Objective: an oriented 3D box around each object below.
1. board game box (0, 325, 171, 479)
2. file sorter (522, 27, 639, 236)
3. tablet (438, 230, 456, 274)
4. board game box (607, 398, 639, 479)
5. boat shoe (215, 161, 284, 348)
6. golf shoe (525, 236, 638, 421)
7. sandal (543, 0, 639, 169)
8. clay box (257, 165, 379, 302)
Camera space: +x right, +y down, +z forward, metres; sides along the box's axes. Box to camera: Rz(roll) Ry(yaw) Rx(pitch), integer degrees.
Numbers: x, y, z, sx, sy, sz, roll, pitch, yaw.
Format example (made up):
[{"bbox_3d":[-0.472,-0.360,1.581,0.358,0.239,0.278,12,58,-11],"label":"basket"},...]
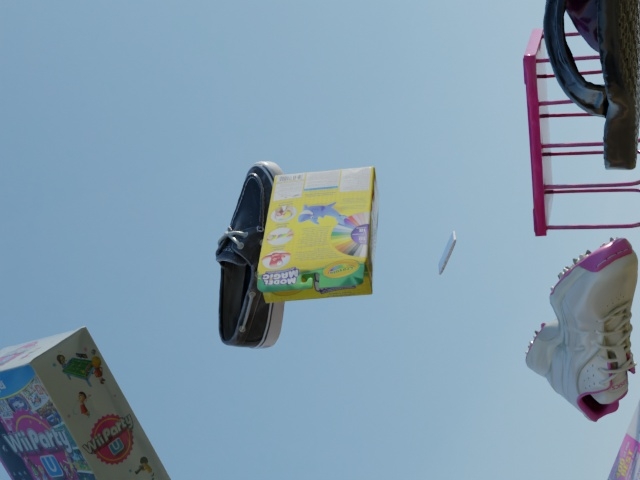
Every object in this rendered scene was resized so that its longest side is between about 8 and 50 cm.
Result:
[{"bbox_3d":[-0.305,0.270,1.703,0.097,0.224,0.303,-35,-78,-39],"label":"board game box"},{"bbox_3d":[0.427,-0.178,2.158,0.202,0.182,0.291,-58,-37,-66],"label":"file sorter"},{"bbox_3d":[0.176,0.017,1.884,0.083,0.006,0.054,-60,-7,-81],"label":"tablet"},{"bbox_3d":[0.457,0.271,1.699,0.316,0.064,0.242,-89,18,-76],"label":"board game box"},{"bbox_3d":[-0.117,0.021,2.167,0.102,0.108,0.301,6,-91,-40],"label":"boat shoe"},{"bbox_3d":[0.342,0.111,1.646,0.115,0.140,0.306,-26,-27,-17],"label":"golf shoe"},{"bbox_3d":[0.323,-0.221,1.613,0.446,0.107,0.168,68,-150,-58],"label":"sandal"},{"bbox_3d":[0.000,0.000,1.596,0.222,0.127,0.053,-82,-16,-51],"label":"clay box"}]
